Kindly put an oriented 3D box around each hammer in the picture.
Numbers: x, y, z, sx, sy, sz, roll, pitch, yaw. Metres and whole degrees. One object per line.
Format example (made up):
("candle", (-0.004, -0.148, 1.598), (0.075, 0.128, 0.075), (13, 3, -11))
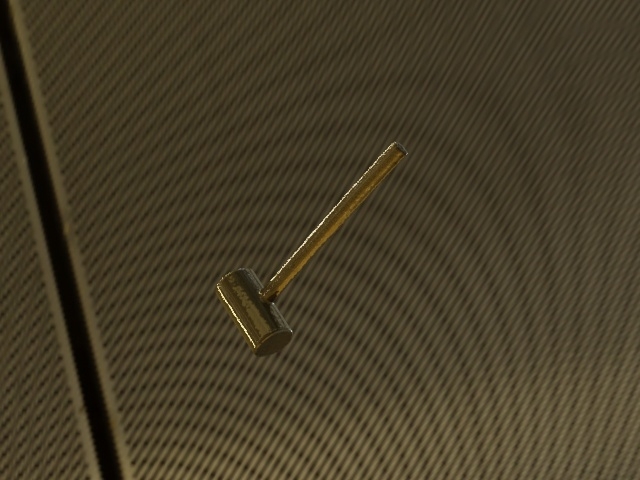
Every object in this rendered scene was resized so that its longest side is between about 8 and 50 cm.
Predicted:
("hammer", (0.000, 0.000, 0.755), (0.019, 0.110, 0.035), (5, -136, -52))
